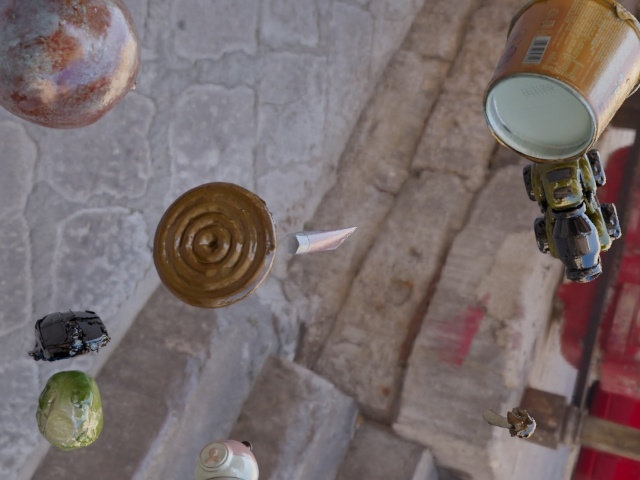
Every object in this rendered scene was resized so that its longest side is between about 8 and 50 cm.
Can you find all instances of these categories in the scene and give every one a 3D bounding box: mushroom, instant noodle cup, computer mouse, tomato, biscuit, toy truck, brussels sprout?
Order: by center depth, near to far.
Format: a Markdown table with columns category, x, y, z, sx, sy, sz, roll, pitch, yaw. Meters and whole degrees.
| category | x | y | z | sx | sy | sz | roll | pitch | yaw |
| --- | --- | --- | --- | --- | --- | --- | --- | --- | --- |
| instant noodle cup | 0.342 | -0.225 | 1.145 | 0.172 | 0.216 | 0.215 | -56 | 148 | -30 |
| toy truck | 0.449 | -0.049 | 1.420 | 0.165 | 0.148 | 0.224 | -60 | 134 | -59 |
| brussels sprout | -0.452 | 0.308 | 1.428 | 0.155 | 0.118 | 0.155 | -2 | 90 | -88 |
| computer mouse | -0.456 | 0.166 | 1.433 | 0.147 | 0.242 | 0.077 | -15 | 97 | -26 |
| biscuit | -0.212 | 0.006 | 1.569 | 0.037 | 0.262 | 0.261 | 43 | 62 | -72 |
| tomato | -0.515 | -0.378 | 1.570 | 0.282 | 0.317 | 0.316 | 46 | 60 | -66 |
| mushroom | 0.382 | 0.366 | 1.645 | 0.187 | 0.060 | 0.061 | 173 | -89 | -73 |

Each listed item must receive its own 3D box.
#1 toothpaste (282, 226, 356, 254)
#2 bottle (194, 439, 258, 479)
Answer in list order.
| category | x | y | z | sx | sy | sz | roll | pitch | yaw |
| --- | --- | --- | --- | --- | --- | --- | --- | --- | --- |
| toothpaste | 0.000 | 0.000 | 1.537 | 0.067 | 0.043 | 0.195 | -47 | 159 | 26 |
| bottle | -0.170 | 0.468 | 1.419 | 0.147 | 0.148 | 0.236 | 71 | 13 | -48 |
